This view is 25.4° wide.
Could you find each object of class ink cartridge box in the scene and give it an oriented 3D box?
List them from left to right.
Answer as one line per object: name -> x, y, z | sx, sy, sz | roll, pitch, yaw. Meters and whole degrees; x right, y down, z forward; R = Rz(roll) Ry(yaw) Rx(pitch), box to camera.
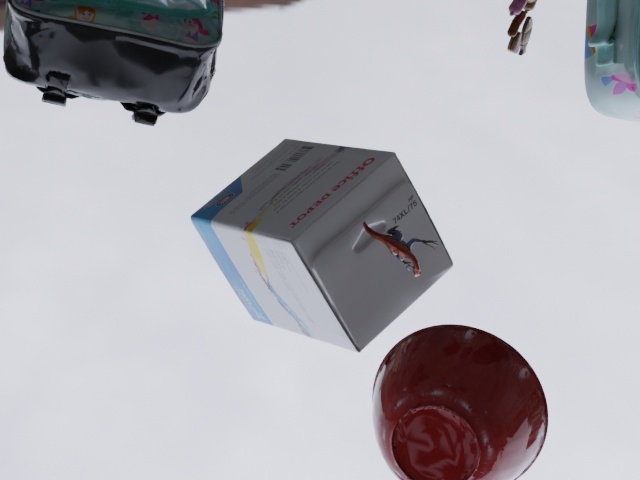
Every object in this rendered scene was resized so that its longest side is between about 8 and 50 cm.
ink cartridge box -> 0.000, 0.000, 1.954 | 0.198, 0.197, 0.270 | -41, -153, -22

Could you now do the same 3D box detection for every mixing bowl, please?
mixing bowl -> 0.123, 0.181, 1.376 | 0.181, 0.181, 0.098 | 12, -161, 15

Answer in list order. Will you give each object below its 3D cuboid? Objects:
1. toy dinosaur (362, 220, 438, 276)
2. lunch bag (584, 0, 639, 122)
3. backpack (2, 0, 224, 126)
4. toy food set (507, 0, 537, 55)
toy dinosaur -> 0.097, 0.016, 1.762 | 0.090, 0.047, 0.082 | 9, -161, -9
lunch bag -> 0.369, -0.249, 1.450 | 0.224, 0.279, 0.108 | 3, 178, -39
backpack -> -0.203, -0.271, 1.442 | 0.225, 0.191, 0.253 | 10, -139, -10
toy food set -> 0.294, -0.329, 2.100 | 0.019, 0.122, 0.078 | 23, -152, 24
